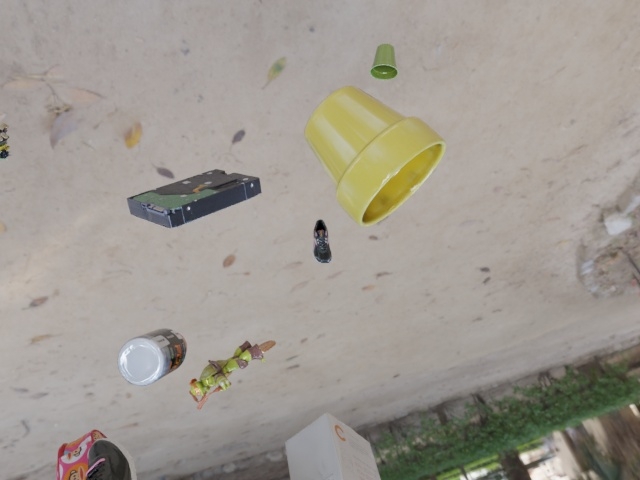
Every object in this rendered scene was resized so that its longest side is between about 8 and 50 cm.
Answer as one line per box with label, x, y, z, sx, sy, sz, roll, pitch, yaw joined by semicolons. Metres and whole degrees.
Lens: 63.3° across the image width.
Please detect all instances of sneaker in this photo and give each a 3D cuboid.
sneaker;-0.475;0.524;1.100;0.104;0.296;0.147;-46;135;0
sneaker;0.000;0.000;1.883;0.072;0.178;0.077;-10;145;-6

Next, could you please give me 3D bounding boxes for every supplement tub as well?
supplement tub;-0.405;0.281;1.283;0.117;0.117;0.190;-24;177;5

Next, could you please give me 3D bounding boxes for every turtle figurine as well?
turtle figurine;-0.267;0.350;1.388;0.217;0.087;0.269;-31;177;-27

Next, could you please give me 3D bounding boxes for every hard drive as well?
hard drive;-0.382;-0.135;1.597;0.339;0.237;0.064;-27;121;-41

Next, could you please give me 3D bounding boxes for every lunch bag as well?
lunch bag;-0.545;0.652;1.309;0.120;0.293;0.258;-25;136;-9

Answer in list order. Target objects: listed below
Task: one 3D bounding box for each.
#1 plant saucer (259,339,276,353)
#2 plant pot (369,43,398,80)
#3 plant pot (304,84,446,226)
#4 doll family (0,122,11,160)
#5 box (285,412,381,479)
plant saucer;-0.186;0.350;1.704;0.083;0.013;0.083;-25;-173;3
plant pot;0.185;-0.515;1.488;0.083;0.079;0.083;6;167;1
plant pot;0.100;-0.199;1.128;0.254;0.239;0.254;-38;165;-12
doll family;-0.997;-0.267;1.561;0.111;0.076;0.193;-50;-179;38
box;0.052;0.684;1.398;0.168;0.345;0.215;-39;120;12
